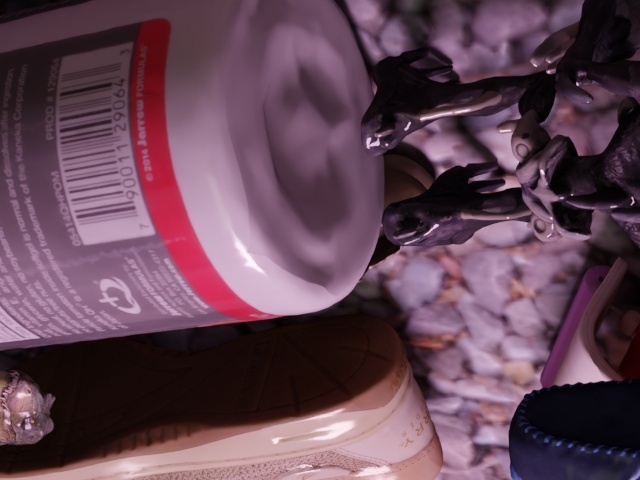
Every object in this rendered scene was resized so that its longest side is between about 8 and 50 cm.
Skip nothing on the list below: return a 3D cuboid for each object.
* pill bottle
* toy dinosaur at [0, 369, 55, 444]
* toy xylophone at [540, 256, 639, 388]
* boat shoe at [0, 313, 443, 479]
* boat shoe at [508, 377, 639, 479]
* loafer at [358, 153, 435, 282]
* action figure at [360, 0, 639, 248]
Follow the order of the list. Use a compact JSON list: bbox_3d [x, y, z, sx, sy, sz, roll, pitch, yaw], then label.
[{"bbox_3d":[-0.142,-0.033,0.874,0.319,0.176,0.176,-8,127,28],"label":"pill bottle"},{"bbox_3d":[-0.230,0.087,0.984,0.118,0.064,0.268,9,180,-19],"label":"toy dinosaur"},{"bbox_3d":[0.225,0.166,0.892,0.323,0.081,0.236,45,142,16],"label":"toy xylophone"},{"bbox_3d":[-0.093,0.133,1.048,0.341,0.121,0.110,-8,126,26],"label":"boat shoe"},{"bbox_3d":[0.215,0.073,0.762,0.258,0.109,0.089,-2,119,5],"label":"boat shoe"},{"bbox_3d":[0.000,0.000,0.937,0.056,0.050,0.148,42,132,-18],"label":"loafer"},{"bbox_3d":[0.144,-0.047,0.763,0.276,0.141,0.164,7,128,50],"label":"action figure"}]
